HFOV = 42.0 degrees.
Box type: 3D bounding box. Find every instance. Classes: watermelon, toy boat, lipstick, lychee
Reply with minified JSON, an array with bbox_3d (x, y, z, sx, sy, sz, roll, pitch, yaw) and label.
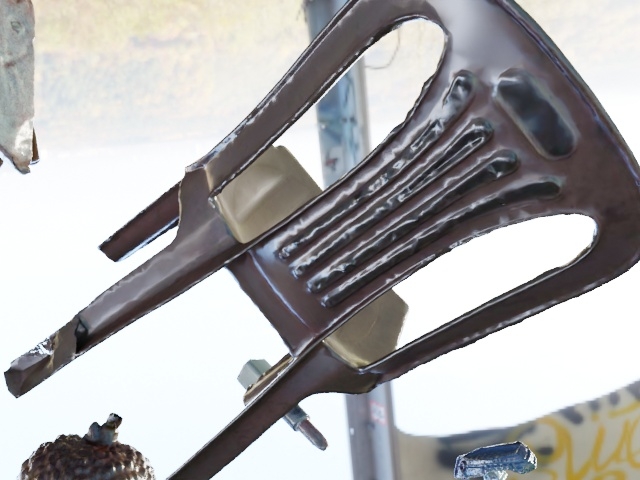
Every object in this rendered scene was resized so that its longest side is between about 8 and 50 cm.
[{"bbox_3d":[-0.305,-0.140,0.670,0.136,0.202,0.207,3,149,-25],"label":"watermelon"},{"bbox_3d":[0.164,0.215,0.788,0.083,0.038,0.038,-17,180,27],"label":"toy boat"},{"bbox_3d":[-0.028,0.142,0.707,0.025,0.025,0.107,1,-150,-49],"label":"lipstick"},{"bbox_3d":[-0.322,0.350,1.137,0.200,0.238,0.200,17,170,3],"label":"lychee"}]

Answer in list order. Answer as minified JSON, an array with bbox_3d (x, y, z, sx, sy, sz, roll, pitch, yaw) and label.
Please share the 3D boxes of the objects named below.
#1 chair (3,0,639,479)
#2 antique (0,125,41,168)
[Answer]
[{"bbox_3d":[0.000,0.000,0.463,0.326,0.175,0.183,-36,-171,22],"label":"chair"},{"bbox_3d":[-0.428,-0.173,0.969,0.143,0.256,0.121,-27,-125,-26],"label":"antique"}]
